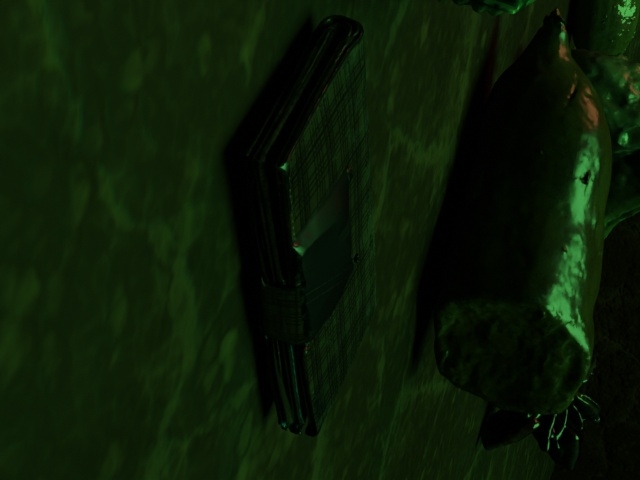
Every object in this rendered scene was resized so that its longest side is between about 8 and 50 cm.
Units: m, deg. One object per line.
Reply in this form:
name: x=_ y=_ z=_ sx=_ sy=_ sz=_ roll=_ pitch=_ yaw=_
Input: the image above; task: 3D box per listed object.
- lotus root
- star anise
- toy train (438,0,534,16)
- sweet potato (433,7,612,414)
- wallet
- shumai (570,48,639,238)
lotus root: x=0.384 y=-0.301 z=1.572 sx=0.077 sy=0.090 sz=0.183 roll=-121 pitch=-152 yaw=-51
star anise: x=0.338 y=0.223 z=1.751 sx=0.282 sy=0.129 sz=0.212 roll=23 pitch=68 yaw=-40
toy train: x=0.114 y=-0.237 z=0.730 sx=0.269 sy=0.115 sz=0.154 roll=-42 pitch=151 yaw=-62
sweet potato: x=0.198 y=-0.028 z=1.099 sx=0.158 sy=0.158 sz=0.370 roll=47 pitch=54 yaw=-70
wallet: x=0.000 y=0.000 z=0.661 sx=0.230 sy=0.042 sz=0.124 roll=88 pitch=21 yaw=-48
shumai: x=0.317 y=-0.086 z=1.323 sx=0.222 sy=0.225 sz=0.261 roll=-67 pitch=164 yaw=-8
